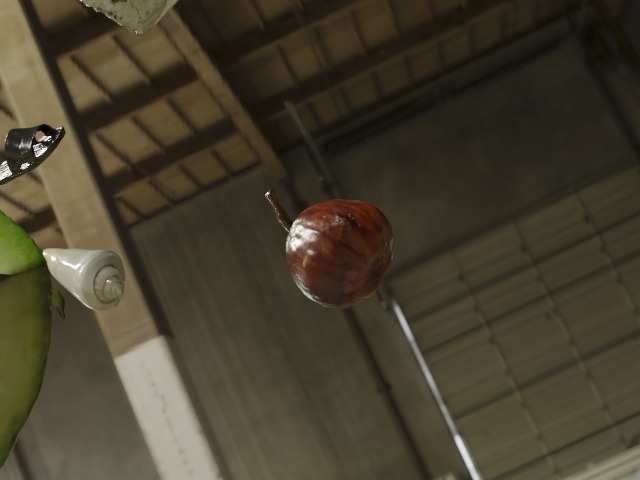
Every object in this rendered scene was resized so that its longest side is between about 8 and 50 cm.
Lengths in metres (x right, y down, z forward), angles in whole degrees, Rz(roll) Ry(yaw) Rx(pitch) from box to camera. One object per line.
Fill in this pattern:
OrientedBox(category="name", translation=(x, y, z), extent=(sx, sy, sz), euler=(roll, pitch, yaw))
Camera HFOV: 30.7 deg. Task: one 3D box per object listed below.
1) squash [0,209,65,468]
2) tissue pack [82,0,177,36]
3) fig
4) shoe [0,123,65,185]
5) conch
OrientedBox(category="squash", translation=(-0.249, 0.052, 0.568), extent=(0.203, 0.111, 0.289), euler=(-28, 29, -29))
OrientedBox(category="tissue pack", translation=(-0.190, -0.403, 1.228), extent=(0.242, 0.343, 0.125), euler=(-44, -43, 18))
OrientedBox(category="fig", translation=(0.009, 0.009, 1.272), extent=(0.150, 0.128, 0.128), euler=(15, -26, -14))
OrientedBox(category="shoe", translation=(-0.419, -0.124, 1.611), extent=(0.159, 0.053, 0.062), euler=(-26, 32, 39))
OrientedBox(category="conch", translation=(-0.367, 0.059, 1.821), extent=(0.176, 0.094, 0.104), euler=(3, 4, 35))
